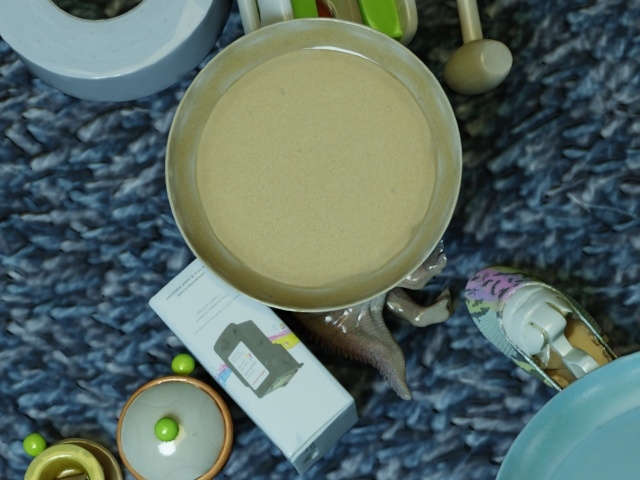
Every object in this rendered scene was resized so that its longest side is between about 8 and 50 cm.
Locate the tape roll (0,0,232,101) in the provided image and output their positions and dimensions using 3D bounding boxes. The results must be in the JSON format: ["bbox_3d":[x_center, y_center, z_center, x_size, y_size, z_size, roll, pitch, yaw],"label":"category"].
[{"bbox_3d":[-0.190,-0.238,1.527,0.219,0.072,0.219,-1,78,4],"label":"tape roll"}]

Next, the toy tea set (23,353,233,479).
[{"bbox_3d":[-0.111,0.265,1.382,0.200,0.124,0.336,-33,77,-2],"label":"toy tea set"}]

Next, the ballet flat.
[{"bbox_3d":[0.209,0.096,1.412,0.077,0.079,0.221,-44,77,-4],"label":"ballet flat"}]

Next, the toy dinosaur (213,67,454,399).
[{"bbox_3d":[0.000,0.000,1.434,0.200,0.127,0.295,-11,81,3],"label":"toy dinosaur"}]

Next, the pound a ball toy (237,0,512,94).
[{"bbox_3d":[0.021,-0.259,1.500,0.208,0.136,0.319,-8,76,-22],"label":"pound a ball toy"}]

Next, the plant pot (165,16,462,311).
[{"bbox_3d":[-0.005,-0.060,1.362,0.236,0.032,0.236,-1,84,6],"label":"plant pot"}]

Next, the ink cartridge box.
[{"bbox_3d":[-0.051,0.101,1.412,0.072,0.127,0.175,-42,78,-7],"label":"ink cartridge box"}]

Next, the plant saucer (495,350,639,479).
[{"bbox_3d":[0.283,0.204,1.256,0.318,0.043,0.317,-12,42,11],"label":"plant saucer"}]
